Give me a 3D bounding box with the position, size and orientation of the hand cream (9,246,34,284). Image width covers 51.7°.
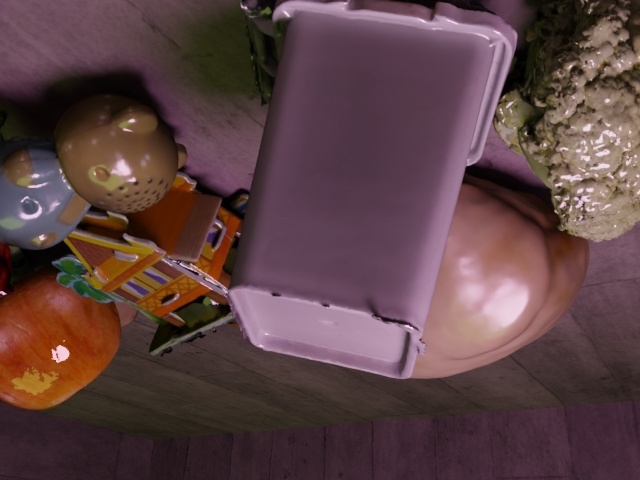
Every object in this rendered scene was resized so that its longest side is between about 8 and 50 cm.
[{"bbox_3d":[-0.632,0.044,1.339,0.095,0.046,0.175,5,152,0],"label":"hand cream"}]

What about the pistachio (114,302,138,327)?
[{"bbox_3d":[-0.497,0.146,1.480,0.185,0.126,0.108,27,-176,-42],"label":"pistachio"}]

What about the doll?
[{"bbox_3d":[-0.315,-0.095,0.871,0.260,0.162,0.177,-23,162,0],"label":"doll"}]

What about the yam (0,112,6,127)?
[{"bbox_3d":[-0.475,-0.157,0.961,0.014,0.014,0.107,20,148,-32],"label":"yam"}]

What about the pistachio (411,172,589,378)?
[{"bbox_3d":[0.198,0.060,1.053,0.445,0.281,0.366,-16,119,10],"label":"pistachio"}]

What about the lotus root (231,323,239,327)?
[{"bbox_3d":[-0.153,0.095,1.272,0.146,0.131,0.303,21,176,-19],"label":"lotus root"}]

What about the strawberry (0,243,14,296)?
[{"bbox_3d":[-0.675,0.027,1.086,0.291,0.310,0.292,-27,151,-16],"label":"strawberry"}]

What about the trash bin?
[{"bbox_3d":[0.025,-0.067,0.696,0.295,0.368,0.256,12,155,7],"label":"trash bin"}]

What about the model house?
[{"bbox_3d":[-0.296,0.001,1.109,0.312,0.243,0.357,36,142,-23],"label":"model house"}]

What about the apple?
[{"bbox_3d":[-0.522,0.186,1.266,0.233,0.286,0.286,54,138,-4],"label":"apple"}]

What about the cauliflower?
[{"bbox_3d":[0.285,-0.144,0.736,0.272,0.276,0.250,5,-167,-45],"label":"cauliflower"}]
